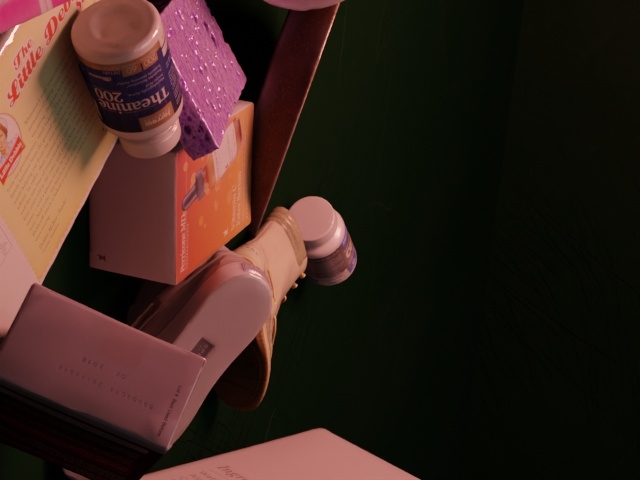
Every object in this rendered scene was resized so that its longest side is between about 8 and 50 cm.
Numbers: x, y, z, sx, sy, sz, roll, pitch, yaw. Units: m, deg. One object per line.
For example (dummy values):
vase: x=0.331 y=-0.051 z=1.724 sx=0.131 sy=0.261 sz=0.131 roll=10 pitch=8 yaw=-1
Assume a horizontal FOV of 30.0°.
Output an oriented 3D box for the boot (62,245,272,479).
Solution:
boot: x=-0.158 y=0.112 z=1.145 sx=0.258 sy=0.123 sz=0.095 roll=-45 pitch=120 yaw=-6

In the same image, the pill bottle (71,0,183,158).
pill bottle: x=-0.141 y=-0.119 z=0.900 sx=0.120 sy=0.067 sz=0.067 roll=80 pitch=27 yaw=-52

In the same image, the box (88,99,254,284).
box: x=-0.137 y=-0.054 z=1.118 sx=0.170 sy=0.091 sz=0.130 roll=-47 pitch=144 yaw=-60

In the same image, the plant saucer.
plant saucer: x=-0.039 y=-0.155 z=1.290 sx=0.310 sy=0.050 sz=0.311 roll=-161 pitch=-90 yaw=-87

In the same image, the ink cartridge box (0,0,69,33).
ink cartridge box: x=-0.267 y=-0.153 z=0.591 sx=0.371 sy=0.069 sz=0.176 roll=-39 pitch=140 yaw=-43

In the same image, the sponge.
sponge: x=-0.113 y=-0.158 z=1.051 sx=0.210 sy=0.031 sz=0.117 roll=-84 pitch=150 yaw=-67

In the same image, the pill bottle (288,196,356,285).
pill bottle: x=0.000 y=0.000 z=1.597 sx=0.137 sy=0.078 sz=0.078 roll=65 pitch=40 yaw=-63

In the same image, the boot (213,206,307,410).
boot: x=-0.071 y=0.082 z=1.436 sx=0.165 sy=0.077 sz=0.213 roll=-54 pitch=150 yaw=-58

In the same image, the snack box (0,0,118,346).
snack box: x=-0.233 y=-0.063 z=0.863 sx=0.187 sy=0.060 sz=0.322 roll=77 pitch=29 yaw=-55

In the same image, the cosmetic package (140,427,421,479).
cosmetic package: x=-0.041 y=0.408 z=1.095 sx=0.393 sy=0.327 sz=0.329 roll=-6 pitch=110 yaw=-47

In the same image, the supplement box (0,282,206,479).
supplement box: x=-0.175 y=0.119 z=0.883 sx=0.073 sy=0.130 sz=0.239 roll=-68 pitch=-172 yaw=-24

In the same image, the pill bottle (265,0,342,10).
pill bottle: x=0.002 y=-0.361 z=1.200 sx=0.301 sy=0.169 sz=0.169 roll=-74 pitch=166 yaw=-56
